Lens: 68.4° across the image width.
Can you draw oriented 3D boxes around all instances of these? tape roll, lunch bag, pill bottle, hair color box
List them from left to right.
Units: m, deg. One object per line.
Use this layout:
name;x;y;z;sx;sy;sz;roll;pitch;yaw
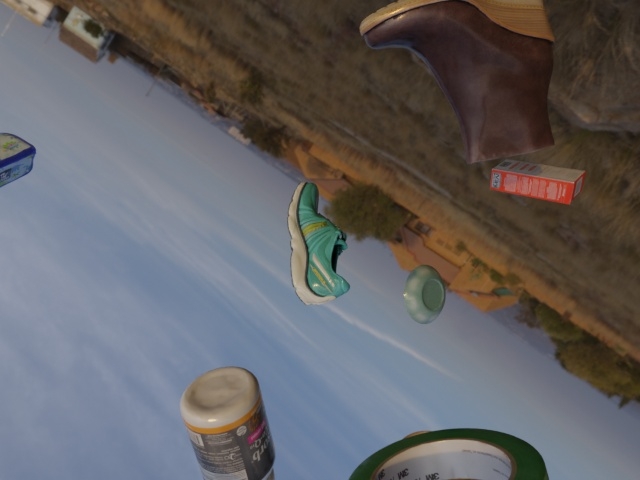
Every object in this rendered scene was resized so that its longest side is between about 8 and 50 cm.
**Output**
lunch bag;-0.630;-0.145;0.890;0.151;0.129;0.096;2;125;35
pill bottle;-0.182;0.418;0.983;0.162;0.162;0.278;-136;33;-61
tape roll;0.203;0.411;0.764;0.321;0.321;0.077;-1;-102;-81
hair color box;0.391;-0.109;0.853;0.141;0.043;0.072;20;-144;38

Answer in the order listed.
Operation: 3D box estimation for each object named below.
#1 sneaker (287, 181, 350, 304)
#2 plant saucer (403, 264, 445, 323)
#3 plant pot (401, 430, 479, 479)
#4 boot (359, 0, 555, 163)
sneaker;0.000;0.000;0.942;0.107;0.110;0.275;60;-161;-57
plant saucer;0.352;0.175;1.527;0.195;0.195;0.037;32;160;-29
plant pot;0.315;0.636;1.298;0.236;0.032;0.236;1;-148;-1
boot;0.182;-0.200;0.598;0.248;0.207;0.090;-9;-170;-6
